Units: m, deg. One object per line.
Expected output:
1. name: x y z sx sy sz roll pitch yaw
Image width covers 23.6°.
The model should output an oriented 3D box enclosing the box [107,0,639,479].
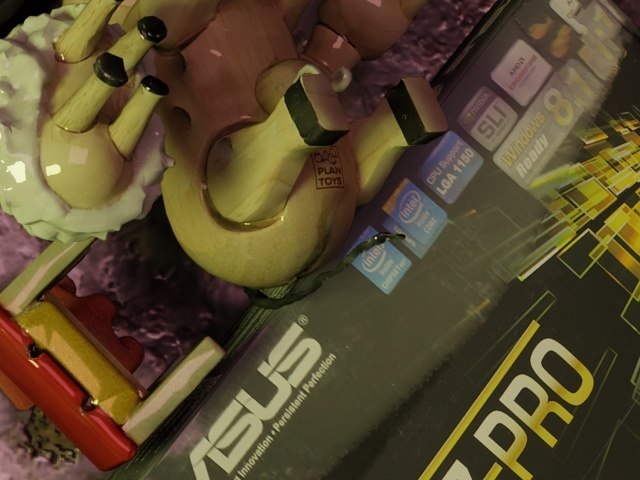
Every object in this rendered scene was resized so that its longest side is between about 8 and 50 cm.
1. box: 0.122 0.089 0.861 0.318 0.097 0.395 42 70 -8

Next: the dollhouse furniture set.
1. dollhouse furniture set: -0.247 -0.009 0.790 0.374 0.201 0.152 47 70 -3

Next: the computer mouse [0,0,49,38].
1. computer mouse: -0.139 -0.198 0.925 0.184 0.060 0.262 14 61 11

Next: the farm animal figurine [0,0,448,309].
1. farm animal figurine: -0.047 -0.109 0.800 0.330 0.172 0.327 12 52 -36
